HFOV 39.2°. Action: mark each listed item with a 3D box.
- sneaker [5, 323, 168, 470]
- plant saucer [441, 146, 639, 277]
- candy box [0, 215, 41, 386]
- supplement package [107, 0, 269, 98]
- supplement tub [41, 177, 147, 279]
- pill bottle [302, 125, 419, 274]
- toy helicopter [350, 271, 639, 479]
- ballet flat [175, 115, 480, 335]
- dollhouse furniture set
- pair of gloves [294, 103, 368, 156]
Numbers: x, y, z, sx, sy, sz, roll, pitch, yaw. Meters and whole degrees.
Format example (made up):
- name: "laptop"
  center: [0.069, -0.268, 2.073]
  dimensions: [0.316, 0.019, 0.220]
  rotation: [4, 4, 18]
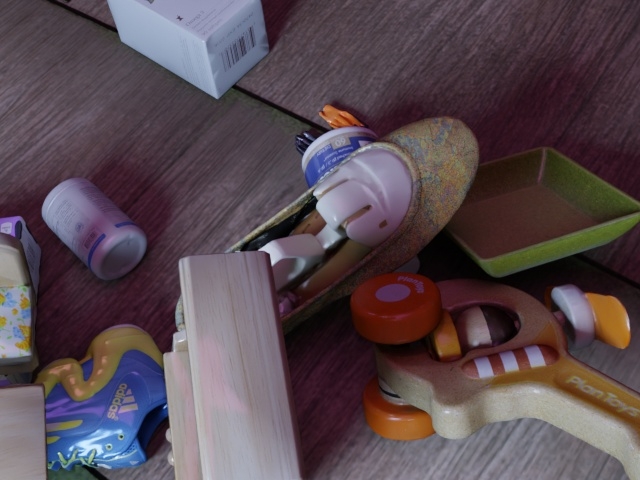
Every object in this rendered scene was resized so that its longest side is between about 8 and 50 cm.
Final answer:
- name: "sneaker"
  center: [-0.240, 0.183, 0.855]
  dimensions: [0.240, 0.091, 0.126]
  rotation: [-38, 63, -19]
- name: "plant saucer"
  center: [0.208, -0.026, 0.941]
  dimensions: [0.188, 0.045, 0.188]
  rotation: [-16, 31, -14]
- name: "candy box"
  center: [-0.388, 0.082, 0.942]
  dimensions: [0.165, 0.070, 0.196]
  rotation: [-8, 57, -1]
- name: "supplement package"
  center: [-0.169, -0.281, 1.136]
  dimensions: [0.179, 0.105, 0.105]
  rotation: [33, 66, 22]
- name: "supplement tub"
  center: [-0.249, -0.013, 0.992]
  dimensions: [0.071, 0.071, 0.107]
  rotation: [-39, 63, -19]
- name: "pill bottle"
  center: [0.046, -0.032, 0.967]
  dimensions: [0.094, 0.094, 0.169]
  rotation: [-16, 58, -6]
- name: "toy helicopter"
  center: [0.205, 0.116, 0.785]
  dimensions: [0.235, 0.140, 0.355]
  rotation: [-24, 30, -29]
- name: "ballet flat"
  center: [0.000, 0.000, 0.859]
  dimensions: [0.348, 0.123, 0.123]
  rotation: [-38, 58, 13]
- name: "dollhouse furniture set"
  center: [-0.234, 0.154, 0.685]
  dimensions: [0.394, 0.256, 0.362]
  rotation: [-4, 63, -14]
- name: "pair of gloves"
  center: [0.015, -0.122, 1.077]
  dimensions: [0.074, 0.010, 0.083]
  rotation: [33, 68, 21]
